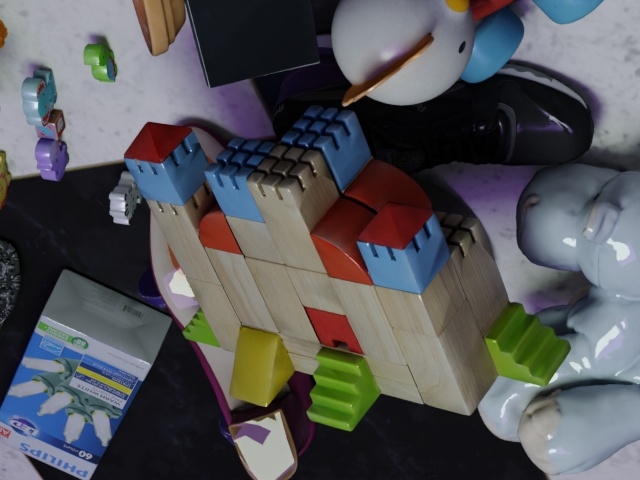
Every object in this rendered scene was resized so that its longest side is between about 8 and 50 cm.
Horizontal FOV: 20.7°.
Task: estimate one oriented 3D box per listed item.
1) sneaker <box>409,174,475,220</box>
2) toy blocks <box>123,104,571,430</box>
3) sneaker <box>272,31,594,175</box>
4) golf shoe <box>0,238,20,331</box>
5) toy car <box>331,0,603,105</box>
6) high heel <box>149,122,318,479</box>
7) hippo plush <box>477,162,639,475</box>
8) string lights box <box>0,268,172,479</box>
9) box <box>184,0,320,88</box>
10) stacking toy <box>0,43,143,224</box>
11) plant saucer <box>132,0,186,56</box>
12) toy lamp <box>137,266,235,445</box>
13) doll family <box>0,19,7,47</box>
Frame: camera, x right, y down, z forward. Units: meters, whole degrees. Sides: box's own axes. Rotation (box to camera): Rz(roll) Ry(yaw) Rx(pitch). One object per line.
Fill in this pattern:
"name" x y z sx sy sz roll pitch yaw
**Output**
"sneaker" 0.061 -0.017 1.702 0.222 0.083 0.118 38 153 -26
"toy blocks" 0.000 0.000 1.512 0.381 0.190 0.261 12 139 38
"sneaker" 0.097 -0.092 1.564 0.283 0.124 0.107 11 136 11
"golf shoe" -0.385 0.076 1.956 0.077 0.094 0.198 17 112 -15
"toy car" 0.089 -0.192 1.387 0.219 0.238 0.210 42 133 -20
"high heel" -0.090 0.056 1.799 0.127 0.181 0.377 -9 102 4
"hippo plush" 0.253 0.059 1.564 0.294 0.234 0.236 21 133 47
"string lights box" -0.275 0.156 1.986 0.133 0.076 0.259 25 137 -6
"box" -0.073 -0.271 1.350 0.103 0.184 0.261 -14 152 -2
"stacking toy" -0.275 -0.112 1.742 0.167 0.052 0.221 7 134 14
"plant saucer" -0.150 -0.255 1.470 0.037 0.200 0.200 -16 133 -7
"toy lamp" -0.108 0.136 1.904 0.080 0.080 0.274 -9 126 28
"doll family" -0.362 -0.176 1.628 0.163 0.118 0.263 28 131 8
